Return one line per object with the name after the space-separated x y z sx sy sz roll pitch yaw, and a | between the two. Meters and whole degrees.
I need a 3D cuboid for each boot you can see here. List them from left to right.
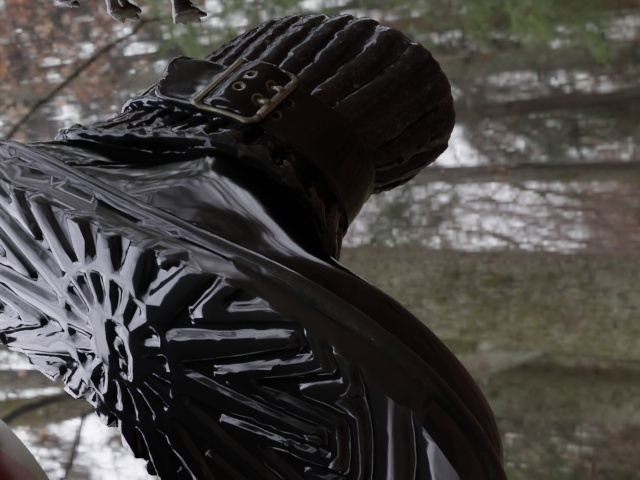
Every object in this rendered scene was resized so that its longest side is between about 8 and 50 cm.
0.000 -0.004 0.531 0.260 0.348 0.131 -28 -42 -40 | boot

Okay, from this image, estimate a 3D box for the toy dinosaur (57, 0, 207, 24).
-0.179 -0.293 0.997 0.121 0.314 0.160 63 -159 -75 | toy dinosaur

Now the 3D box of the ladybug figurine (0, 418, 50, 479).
-0.202 0.192 0.365 0.305 0.162 0.449 -57 -23 -5 | ladybug figurine
